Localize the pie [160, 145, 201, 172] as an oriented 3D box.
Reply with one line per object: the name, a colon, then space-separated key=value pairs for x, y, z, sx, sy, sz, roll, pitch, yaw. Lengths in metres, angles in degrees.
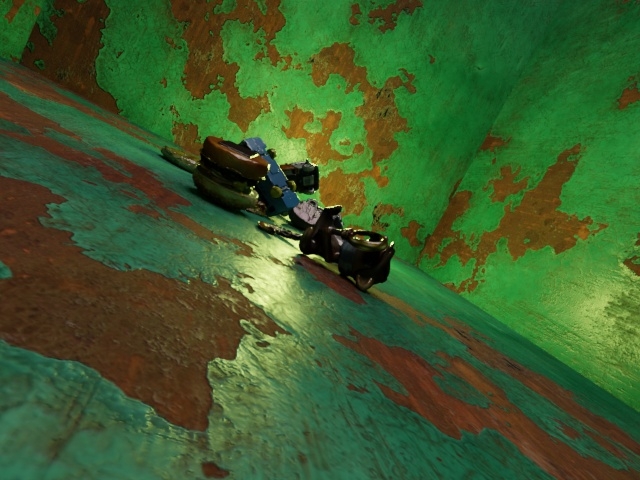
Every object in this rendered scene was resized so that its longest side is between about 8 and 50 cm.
pie: x=-0.698 y=-0.414 z=2.146 sx=0.306 sy=0.071 sz=0.306 roll=24 pitch=7 yaw=-3

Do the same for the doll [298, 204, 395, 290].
doll: x=0.100 y=0.016 z=1.426 sx=0.339 sy=0.209 sz=0.318 roll=33 pitch=11 yaw=25

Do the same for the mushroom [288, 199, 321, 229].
mushroom: x=-0.093 y=-0.122 z=2.136 sx=0.188 sy=0.117 sz=0.141 roll=35 pitch=30 yaw=-17

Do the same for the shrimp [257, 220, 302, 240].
shrimp: x=-0.143 y=-0.028 z=1.513 sx=0.195 sy=0.035 sz=0.148 roll=21 pitch=4 yaw=-4

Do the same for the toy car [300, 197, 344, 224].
toy car: x=-0.027 y=-0.116 z=2.286 sx=0.301 sy=0.118 sz=0.193 roll=26 pitch=-35 yaw=-11

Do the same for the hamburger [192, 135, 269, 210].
hamburger: x=-0.345 y=-0.250 z=1.562 sx=0.290 sy=0.225 sz=0.291 roll=27 pitch=14 yaw=-7

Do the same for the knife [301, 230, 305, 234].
knife: x=0.003 y=0.002 z=1.913 sx=0.073 sy=0.041 sz=0.265 roll=31 pitch=7 yaw=40

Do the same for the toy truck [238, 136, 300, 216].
toy truck: x=-0.258 y=-0.297 z=1.939 sx=0.385 sy=0.162 sz=0.161 roll=57 pitch=35 yaw=-2

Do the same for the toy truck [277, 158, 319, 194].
toy truck: x=-0.212 y=-0.341 z=2.268 sx=0.387 sy=0.174 sz=0.207 roll=-11 pitch=30 yaw=-20

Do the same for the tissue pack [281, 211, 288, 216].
tissue pack: x=-0.237 y=-0.217 z=2.325 sx=0.090 sy=0.103 sz=0.170 roll=-27 pitch=48 yaw=-37

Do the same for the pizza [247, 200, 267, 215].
pizza: x=-0.318 y=-0.165 z=1.805 sx=0.246 sy=0.058 sz=0.127 roll=18 pitch=11 yaw=-46
